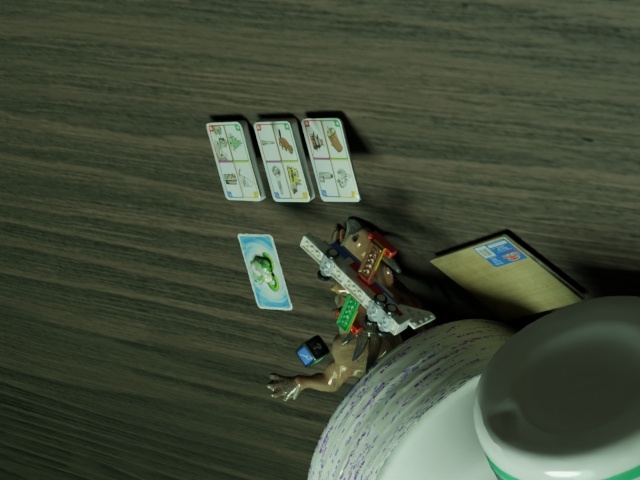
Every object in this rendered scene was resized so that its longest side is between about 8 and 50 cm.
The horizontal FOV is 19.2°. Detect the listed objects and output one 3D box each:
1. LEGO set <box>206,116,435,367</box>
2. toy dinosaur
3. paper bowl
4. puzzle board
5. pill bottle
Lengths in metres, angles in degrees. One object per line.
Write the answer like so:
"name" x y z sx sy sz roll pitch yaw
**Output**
"LEGO set" 0.000 0.000 1.715 0.182 0.060 0.244 1 112 47
"toy dinosaur" 0.090 0.120 1.847 0.295 0.127 0.200 33 150 -21
"paper bowl" 0.140 0.228 1.755 0.148 0.284 0.284 38 168 45
"puzzle board" 0.168 0.033 1.710 0.096 0.011 0.128 38 155 -16
"pill bottle" 0.280 0.241 1.619 0.204 0.204 0.361 8 136 41
